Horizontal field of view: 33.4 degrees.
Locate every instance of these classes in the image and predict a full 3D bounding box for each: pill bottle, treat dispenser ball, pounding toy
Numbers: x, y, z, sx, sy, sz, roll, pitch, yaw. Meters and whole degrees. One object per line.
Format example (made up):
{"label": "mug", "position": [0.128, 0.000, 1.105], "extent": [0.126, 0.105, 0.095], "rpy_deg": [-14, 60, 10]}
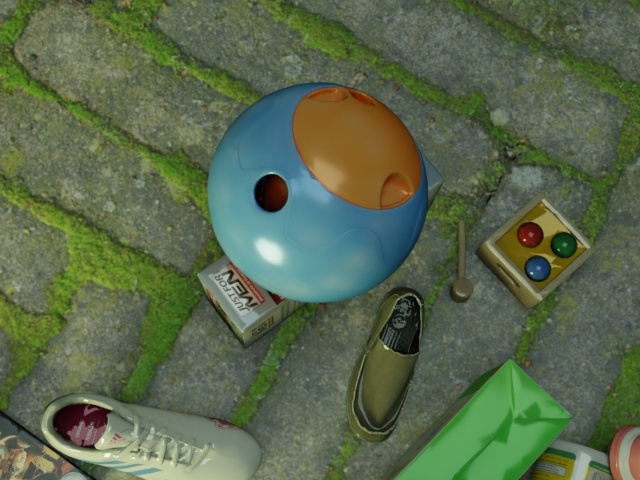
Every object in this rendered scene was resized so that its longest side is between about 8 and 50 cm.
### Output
{"label": "pill bottle", "position": [0.358, 0.409, 1.582], "extent": [0.118, 0.117, 0.208], "rpy_deg": [19, 77, 2]}
{"label": "treat dispenser ball", "position": [-0.003, -0.062, 1.395], "extent": [0.288, 0.288, 0.288], "rpy_deg": [1, 77, -3]}
{"label": "pounding toy", "position": [0.292, 0.021, 1.678], "extent": [0.206, 0.094, 0.181], "rpy_deg": [-41, 82, -11]}

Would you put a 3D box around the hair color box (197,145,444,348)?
{"label": "hair color box", "position": [0.000, 0.000, 1.622], "extent": [0.374, 0.185, 0.113], "rpy_deg": [-37, 81, -10]}

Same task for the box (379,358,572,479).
{"label": "box", "position": [0.209, 0.316, 1.538], "extent": [0.127, 0.231, 0.262], "rpy_deg": [44, 79, 7]}

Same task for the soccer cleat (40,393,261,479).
{"label": "soccer cleat", "position": [-0.252, 0.300, 1.564], "extent": [0.331, 0.143, 0.116], "rpy_deg": [11, 77, -1]}

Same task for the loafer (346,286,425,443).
{"label": "loafer", "position": [0.102, 0.185, 1.635], "extent": [0.094, 0.087, 0.251], "rpy_deg": [14, 77, 0]}

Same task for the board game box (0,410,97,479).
{"label": "board game box", "position": [-0.478, 0.359, 1.592], "extent": [0.243, 0.042, 0.165], "rpy_deg": [34, 78, 5]}

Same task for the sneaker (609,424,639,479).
{"label": "sneaker", "position": [0.570, 0.366, 1.556], "extent": [0.314, 0.136, 0.115], "rpy_deg": [26, 74, -23]}
